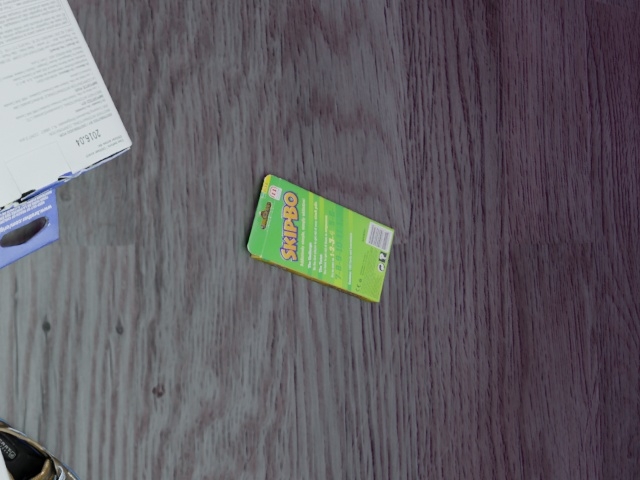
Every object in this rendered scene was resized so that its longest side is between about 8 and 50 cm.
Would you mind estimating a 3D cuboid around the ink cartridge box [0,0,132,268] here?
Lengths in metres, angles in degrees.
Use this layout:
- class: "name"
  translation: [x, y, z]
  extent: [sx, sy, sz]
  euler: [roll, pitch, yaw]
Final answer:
- class: "ink cartridge box"
  translation: [-0.395, -0.165, 1.001]
  extent: [0.270, 0.151, 0.395]
  euler: [-35, 106, -44]

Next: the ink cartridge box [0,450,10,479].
- class: "ink cartridge box"
  translation: [-0.432, 0.266, 0.964]
  extent: [0.186, 0.065, 0.311]
  euler: [-32, 123, -48]

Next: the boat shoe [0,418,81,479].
- class: "boat shoe"
  translation: [-0.344, 0.283, 1.086]
  extent: [0.183, 0.066, 0.066]
  euler: [46, 63, -26]

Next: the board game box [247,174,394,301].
- class: "board game box"
  translation: [0.000, 0.000, 1.383]
  extent: [0.259, 0.039, 0.124]
  euler: [24, 73, -36]
